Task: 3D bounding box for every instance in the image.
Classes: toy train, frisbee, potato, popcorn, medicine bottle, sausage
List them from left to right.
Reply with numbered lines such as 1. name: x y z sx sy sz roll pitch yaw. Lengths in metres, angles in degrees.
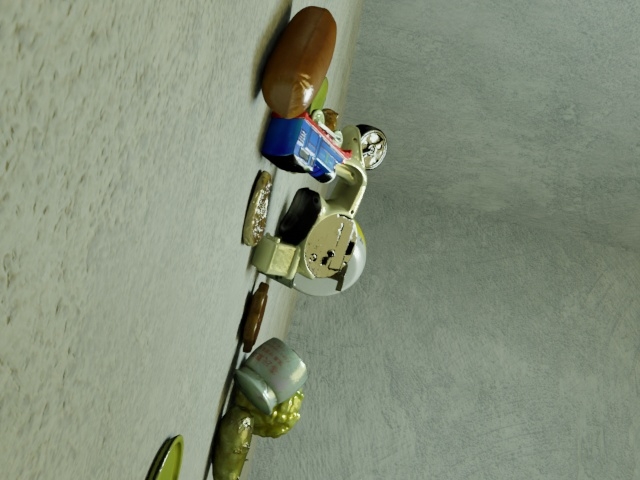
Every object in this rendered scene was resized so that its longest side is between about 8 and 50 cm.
1. frisbee: -0.257 0.417 1.101 0.236 0.017 0.235 13 90 -88
2. potato: -0.217 0.512 1.736 0.117 0.090 0.225 -43 146 -86
3. popcorn: -0.138 0.414 1.922 0.256 0.195 0.254 -101 -157 -47
4. medicine bottle: -0.125 0.332 1.741 0.143 0.147 0.147 -38 159 -26
5. sausage: -0.031 -0.310 1.211 0.274 0.105 0.105 -74 177 -46
6. toy train: -0.024 -0.182 1.402 0.204 0.083 0.131 35 66 -56
7. potato: -0.026 -0.347 1.751 0.198 0.054 0.119 -63 172 -59

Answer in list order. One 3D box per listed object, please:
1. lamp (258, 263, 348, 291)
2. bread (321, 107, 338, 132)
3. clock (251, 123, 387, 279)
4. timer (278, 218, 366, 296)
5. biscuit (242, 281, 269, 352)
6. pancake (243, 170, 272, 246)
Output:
1. lamp: -0.043 0.067 1.774 0.121 0.215 0.121 16 90 -87
2. bread: 0.008 -0.360 2.221 0.233 0.076 0.104 -87 -160 -61
3. clock: 0.000 -0.094 1.615 0.120 0.277 0.378 25 -77 48
4. timer: 0.000 0.000 2.082 0.285 0.285 0.285 14 90 -88
5. biscuit: -0.164 0.193 1.772 0.236 0.039 0.179 97 7 -78
6. pancake: -0.122 -0.061 1.406 0.158 0.028 0.158 12 90 -86
